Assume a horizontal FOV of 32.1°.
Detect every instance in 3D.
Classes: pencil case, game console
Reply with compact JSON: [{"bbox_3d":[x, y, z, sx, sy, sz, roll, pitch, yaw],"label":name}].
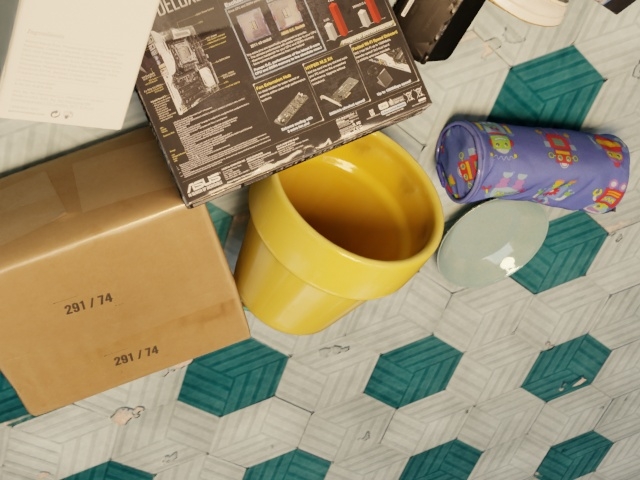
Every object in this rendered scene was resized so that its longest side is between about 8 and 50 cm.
[{"bbox_3d":[0.313,-0.106,1.636,0.306,0.119,0.133,3,151,-29],"label":"pencil case"},{"bbox_3d":[0.150,-0.297,1.446,0.107,0.071,0.122,27,119,-8],"label":"game console"}]

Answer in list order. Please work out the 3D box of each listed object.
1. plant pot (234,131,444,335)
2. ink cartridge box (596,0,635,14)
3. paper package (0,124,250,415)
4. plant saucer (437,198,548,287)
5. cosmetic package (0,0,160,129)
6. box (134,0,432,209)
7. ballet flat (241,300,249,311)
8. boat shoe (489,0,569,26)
[{"bbox_3d":[0.000,0.000,1.502,0.254,0.254,0.239,5,141,-30],"label":"plant pot"},{"bbox_3d":[0.418,-0.381,1.398,0.208,0.045,0.206,-40,160,25],"label":"ink cartridge box"},{"bbox_3d":[-0.290,0.043,1.447,0.325,0.168,0.309,-21,139,-7],"label":"paper package"},{"bbox_3d":[0.268,-0.007,1.769,0.195,0.037,0.195,-14,137,-14],"label":"plant saucer"},{"bbox_3d":[-0.255,-0.270,1.114,0.138,0.224,0.224,3,130,-27],"label":"cosmetic package"},{"bbox_3d":[-0.060,-0.204,1.277,0.308,0.242,0.076,-24,180,-4],"label":"box"},{"bbox_3d":[-0.014,0.069,1.676,0.247,0.083,0.087,-17,151,-8],"label":"ballet flat"},{"bbox_3d":[0.223,-0.350,1.366,0.277,0.098,0.096,18,123,-36],"label":"boat shoe"}]
